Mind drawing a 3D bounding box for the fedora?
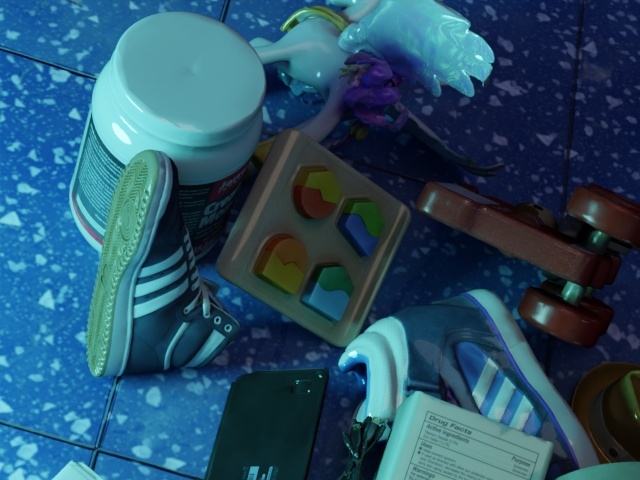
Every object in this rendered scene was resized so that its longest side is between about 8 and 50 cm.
[{"bbox_3d":[0.395,0.216,1.870,0.194,0.079,0.194,9,54,-12],"label":"fedora"}]

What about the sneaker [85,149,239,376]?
[{"bbox_3d":[-0.155,0.028,1.704,0.153,0.282,0.099,3,33,-24],"label":"sneaker"}]

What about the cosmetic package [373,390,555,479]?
[{"bbox_3d":[0.112,0.330,1.609,0.160,0.113,0.310,22,73,-2],"label":"cosmetic package"}]

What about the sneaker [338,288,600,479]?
[{"bbox_3d":[0.153,0.223,1.767,0.236,0.130,0.323,-21,70,-18],"label":"sneaker"}]

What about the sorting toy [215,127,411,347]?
[{"bbox_3d":[0.000,0.000,1.812,0.208,0.038,0.193,32,77,-32],"label":"sorting toy"}]

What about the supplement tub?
[{"bbox_3d":[-0.174,-0.108,1.778,0.191,0.272,0.191,9,55,-13],"label":"supplement tub"}]

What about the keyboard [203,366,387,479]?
[{"bbox_3d":[-0.035,0.270,1.664,0.201,0.033,0.317,-4,51,23],"label":"keyboard"}]

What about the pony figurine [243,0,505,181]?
[{"bbox_3d":[0.039,-0.201,1.948,0.363,0.303,0.351,-35,63,-18],"label":"pony figurine"}]

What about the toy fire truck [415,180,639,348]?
[{"bbox_3d":[0.255,-0.007,1.880,0.253,0.169,0.302,27,9,13],"label":"toy fire truck"}]

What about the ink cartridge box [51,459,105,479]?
[{"bbox_3d":[-0.261,0.349,1.547,0.158,0.092,0.218,38,55,9],"label":"ink cartridge box"}]

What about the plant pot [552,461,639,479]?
[{"bbox_3d":[0.312,0.386,1.568,0.323,0.323,0.280,8,55,-14],"label":"plant pot"}]
